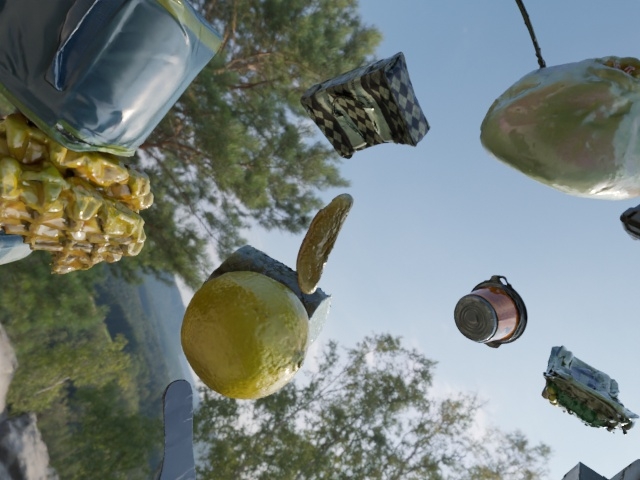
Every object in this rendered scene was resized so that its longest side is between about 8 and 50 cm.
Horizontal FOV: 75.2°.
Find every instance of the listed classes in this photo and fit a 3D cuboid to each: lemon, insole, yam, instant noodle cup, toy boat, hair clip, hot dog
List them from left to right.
[{"bbox_3d":[-0.616,0.009,0.736,0.085,0.078,0.260,31,4,-5],"label":"toy boat"},{"bbox_3d":[-0.320,0.490,0.919,0.009,0.119,0.347,-10,-105,28],"label":"insole"},{"bbox_3d":[-0.102,0.135,0.598,0.203,0.178,0.178,19,-53,32],"label":"lemon"},{"bbox_3d":[-0.155,0.172,1.198,0.349,0.241,0.240,28,-38,11],"label":"yam"},{"bbox_3d":[0.000,0.000,0.933,0.084,0.074,0.242,-170,-77,-85],"label":"hot dog"},{"bbox_3d":[0.446,0.203,1.125,0.178,0.126,0.207,-7,-92,51],"label":"instant noodle cup"},{"bbox_3d":[0.450,0.267,0.726,0.138,0.321,0.091,34,-78,30],"label":"hair clip"}]

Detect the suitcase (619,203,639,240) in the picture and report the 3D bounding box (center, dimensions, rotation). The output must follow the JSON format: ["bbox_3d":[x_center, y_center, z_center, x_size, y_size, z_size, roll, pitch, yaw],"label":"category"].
[{"bbox_3d":[0.688,-0.076,0.681,0.066,0.286,0.206,45,13,-20],"label":"suitcase"}]

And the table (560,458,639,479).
[{"bbox_3d":[0.253,0.240,0.305,0.146,0.062,0.175,31,-55,18],"label":"table"}]

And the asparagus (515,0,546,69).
[{"bbox_3d":[0.394,-0.386,0.777,0.166,0.013,0.016,60,-15,-13],"label":"asparagus"}]

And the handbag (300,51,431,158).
[{"bbox_3d":[0.162,-0.457,1.507,0.416,0.180,0.316,2,-45,47],"label":"handbag"}]

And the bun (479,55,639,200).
[{"bbox_3d":[0.417,-0.198,0.663,0.293,0.294,0.187,47,-41,44],"label":"bun"}]

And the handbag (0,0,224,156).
[{"bbox_3d":[-0.306,-0.279,0.573,0.263,0.241,0.222,43,9,-2],"label":"handbag"}]

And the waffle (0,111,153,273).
[{"bbox_3d":[-0.428,-0.055,0.624,0.324,0.261,0.151,24,45,-64],"label":"waffle"}]
